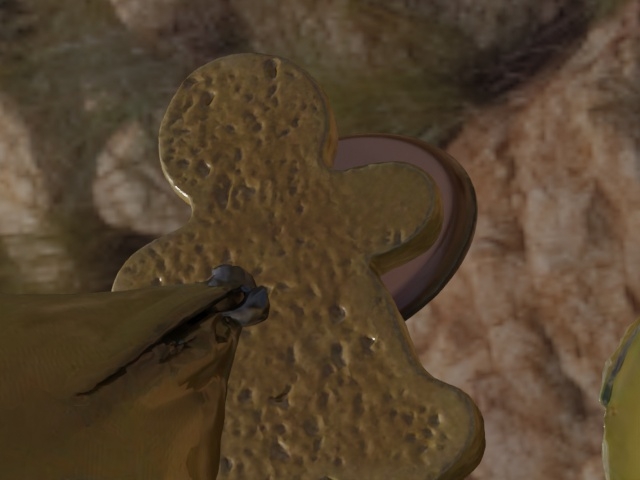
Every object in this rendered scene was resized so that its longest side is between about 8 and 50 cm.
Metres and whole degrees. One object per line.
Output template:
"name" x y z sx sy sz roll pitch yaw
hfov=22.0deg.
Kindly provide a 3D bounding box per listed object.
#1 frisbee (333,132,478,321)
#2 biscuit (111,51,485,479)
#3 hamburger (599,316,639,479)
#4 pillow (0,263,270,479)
"frisbee" 0.000 0.000 1.274 0.251 0.251 0.021 27 152 47
"biscuit" -0.015 0.022 0.739 0.158 0.035 0.240 -17 63 8
"hamburger" 0.268 0.107 0.880 0.237 0.149 0.237 -4 82 35
"pillow" -0.163 0.142 0.376 0.119 0.312 0.310 155 120 -68
